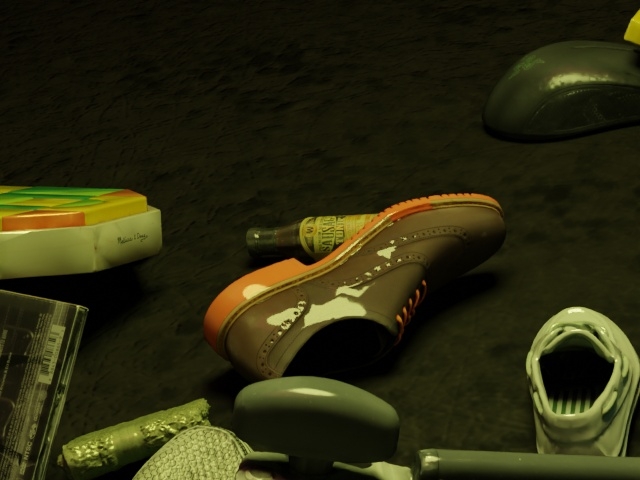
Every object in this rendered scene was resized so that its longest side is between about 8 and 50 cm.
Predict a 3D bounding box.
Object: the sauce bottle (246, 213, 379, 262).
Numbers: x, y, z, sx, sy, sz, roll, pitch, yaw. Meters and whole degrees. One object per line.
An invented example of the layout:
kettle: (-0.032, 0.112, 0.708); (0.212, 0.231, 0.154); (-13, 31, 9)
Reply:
sauce bottle: (0.000, 0.000, 1.532); (0.128, 0.042, 0.042); (-4, 26, 13)

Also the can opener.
can opener: (0.083, 0.147, 1.086); (0.280, 0.093, 0.074); (7, 25, -8)

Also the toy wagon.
toy wagon: (-0.315, -0.005, 1.523); (0.344, 0.068, 0.267); (3, 9, 25)

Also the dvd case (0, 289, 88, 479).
dvd case: (-0.275, 0.111, 1.286); (0.221, 0.164, 0.018); (9, -9, 32)

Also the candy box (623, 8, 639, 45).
candy box: (0.398, -0.178, 1.686); (0.206, 0.027, 0.105); (22, 23, 11)

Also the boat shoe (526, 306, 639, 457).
boat shoe: (0.186, 0.092, 1.234); (0.083, 0.076, 0.226); (-6, 26, 6)

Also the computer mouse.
computer mouse: (0.289, -0.166, 1.741); (0.272, 0.072, 0.188); (-12, 26, -5)

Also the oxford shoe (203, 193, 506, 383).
oxford shoe: (0.047, 0.048, 1.384); (0.271, 0.097, 0.098); (-26, 49, -22)

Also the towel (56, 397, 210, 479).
towel: (-0.127, 0.139, 1.241); (0.110, 0.027, 0.148); (-18, -2, -5)

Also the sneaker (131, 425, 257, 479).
sneaker: (-0.095, 0.202, 1.022); (0.134, 0.146, 0.343); (-3, 24, 13)
